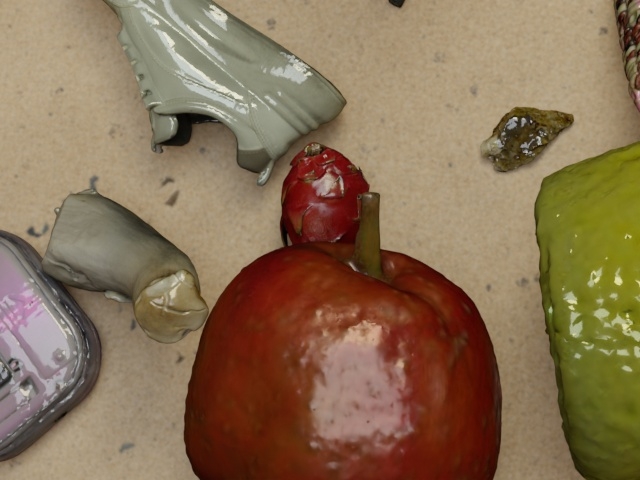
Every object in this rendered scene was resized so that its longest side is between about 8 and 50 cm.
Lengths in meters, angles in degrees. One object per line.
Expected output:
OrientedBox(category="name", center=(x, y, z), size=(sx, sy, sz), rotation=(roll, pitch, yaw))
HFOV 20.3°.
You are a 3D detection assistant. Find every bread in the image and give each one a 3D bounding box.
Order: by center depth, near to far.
OrientedBox(category="bread", center=(0.351, 0.065, 1.543), size=(0.307, 0.348, 0.348), rotation=(-14, 79, 14))

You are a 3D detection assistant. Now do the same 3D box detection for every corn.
OrientedBox(category="corn", center=(0.317, -0.200, 1.637), size=(0.092, 0.280, 0.092), rotation=(3, 125, 4))

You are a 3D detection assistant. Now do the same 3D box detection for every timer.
OrientedBox(category="timer", center=(-0.328, 0.102, 1.748), size=(0.190, 0.069, 0.208), rotation=(-41, 80, 2))

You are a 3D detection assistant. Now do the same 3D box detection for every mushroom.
OrientedBox(category="mushroom", center=(-0.180, 0.023, 1.671), size=(0.278, 0.096, 0.099), rotation=(29, 107, 51))

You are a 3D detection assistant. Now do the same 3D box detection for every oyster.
OrientedBox(category="oyster", center=(0.199, -0.106, 1.736), size=(0.093, 0.034, 0.051), rotation=(-43, 86, -5))

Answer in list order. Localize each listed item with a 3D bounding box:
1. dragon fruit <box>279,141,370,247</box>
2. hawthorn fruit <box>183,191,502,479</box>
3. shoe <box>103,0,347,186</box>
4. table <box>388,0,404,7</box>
OrientedBox(category="dragon fruit", center=(0.000, 0.000, 1.726), size=(0.094, 0.094, 0.191), rotation=(11, 104, 8))
OrientedBox(category="hawthorn fruit", center=(0.026, 0.112, 1.583), size=(0.287, 0.287, 0.330), rotation=(9, 110, 8))
OrientedBox(category="shoe", center=(-0.138, -0.165, 1.745), size=(0.316, 0.124, 0.159), rotation=(32, 93, 10))
OrientedBox(category="table", center=(0.029, -0.419, 1.650), size=(0.222, 0.335, 0.272), rotation=(27, 85, 10))
